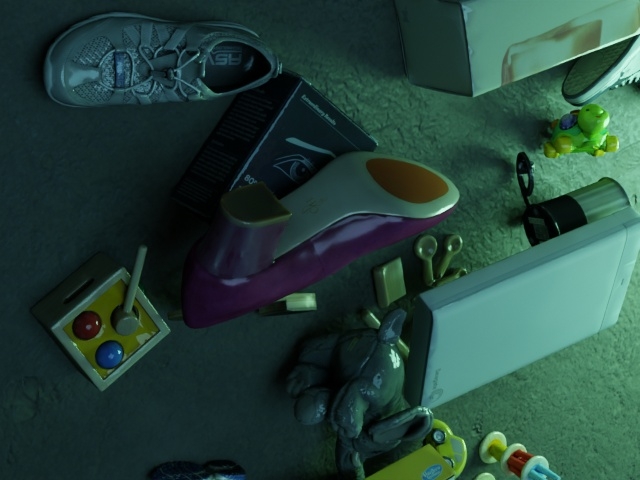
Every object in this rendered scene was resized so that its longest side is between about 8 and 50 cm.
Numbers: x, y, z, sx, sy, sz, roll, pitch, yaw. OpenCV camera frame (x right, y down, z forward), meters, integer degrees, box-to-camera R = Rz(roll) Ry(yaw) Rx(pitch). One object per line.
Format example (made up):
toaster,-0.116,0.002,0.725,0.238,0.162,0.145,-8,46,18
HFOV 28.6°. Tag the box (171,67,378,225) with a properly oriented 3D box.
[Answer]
box,-0.055,-0.087,1.544,0.153,0.108,0.207,38,82,-36

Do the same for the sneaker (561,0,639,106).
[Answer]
sneaker,0.464,-0.232,1.850,0.226,0.086,0.163,-43,120,-16

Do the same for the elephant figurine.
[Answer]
elephant figurine,0.070,0.227,1.713,0.239,0.186,0.169,47,47,-43

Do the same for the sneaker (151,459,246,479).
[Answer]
sneaker,-0.161,0.325,1.642,0.135,0.052,0.058,7,105,-34

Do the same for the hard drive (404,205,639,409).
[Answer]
hard drive,0.286,0.100,1.768,0.353,0.047,0.233,-21,141,-20

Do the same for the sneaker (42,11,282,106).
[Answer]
sneaker,-0.175,-0.206,1.424,0.281,0.115,0.105,-14,112,-29

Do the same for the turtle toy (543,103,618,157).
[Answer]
turtle toy,0.377,-0.157,1.802,0.095,0.130,0.066,-3,86,-9

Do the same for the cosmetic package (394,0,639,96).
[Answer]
cosmetic package,0.264,-0.299,1.660,0.296,0.153,0.129,-21,115,-25

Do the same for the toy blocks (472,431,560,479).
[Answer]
toy blocks,0.296,0.372,1.893,0.054,0.148,0.123,6,101,-34

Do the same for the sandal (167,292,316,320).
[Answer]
sandal,-0.102,0.056,1.580,0.240,0.088,0.079,1,80,-47

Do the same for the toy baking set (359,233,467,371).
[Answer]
toy baking set,0.166,0.104,1.796,0.197,0.030,0.256,-45,124,-13

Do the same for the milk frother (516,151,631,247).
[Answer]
milk frother,0.355,-0.067,1.805,0.134,0.129,0.143,-20,121,-23

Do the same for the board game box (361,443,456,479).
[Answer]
board game box,0.035,0.442,1.743,0.316,0.064,0.242,-23,139,-25

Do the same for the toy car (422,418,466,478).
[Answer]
toy car,0.211,0.387,1.783,0.053,0.225,0.239,-10,104,-13

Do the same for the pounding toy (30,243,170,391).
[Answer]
pounding toy,-0.247,0.082,1.477,0.141,0.100,0.130,-41,123,-15

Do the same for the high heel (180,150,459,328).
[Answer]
high heel,0.000,0.000,1.504,0.377,0.127,0.181,-7,138,-36
